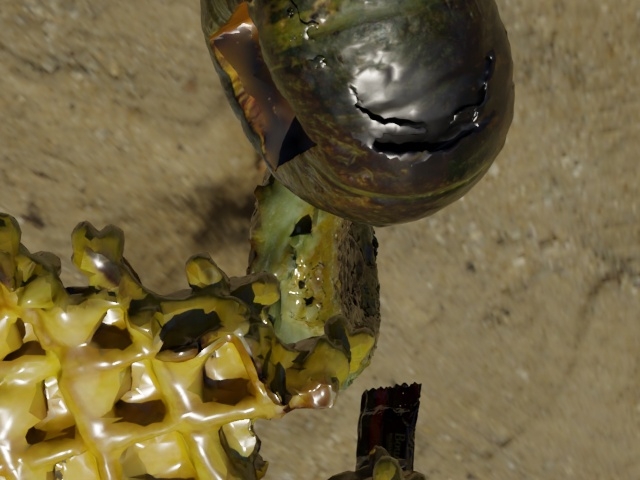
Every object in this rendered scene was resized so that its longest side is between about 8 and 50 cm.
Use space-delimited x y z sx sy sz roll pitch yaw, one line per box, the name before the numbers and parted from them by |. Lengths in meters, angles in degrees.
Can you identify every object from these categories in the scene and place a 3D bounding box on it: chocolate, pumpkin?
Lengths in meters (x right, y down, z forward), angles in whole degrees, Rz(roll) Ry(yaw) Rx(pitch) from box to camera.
chocolate | 0.065 0.236 1.771 0.086 0.028 0.182 -11 57 35
pumpkin | 0.026 -0.160 1.406 0.192 0.320 0.320 -28 70 -18

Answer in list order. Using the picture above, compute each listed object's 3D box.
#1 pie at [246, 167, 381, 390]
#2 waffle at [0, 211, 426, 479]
pie | 0.000 0.000 1.703 0.103 0.288 0.354 2 41 13
waffle | -0.081 0.103 0.621 0.232 0.051 0.228 21 117 -11
